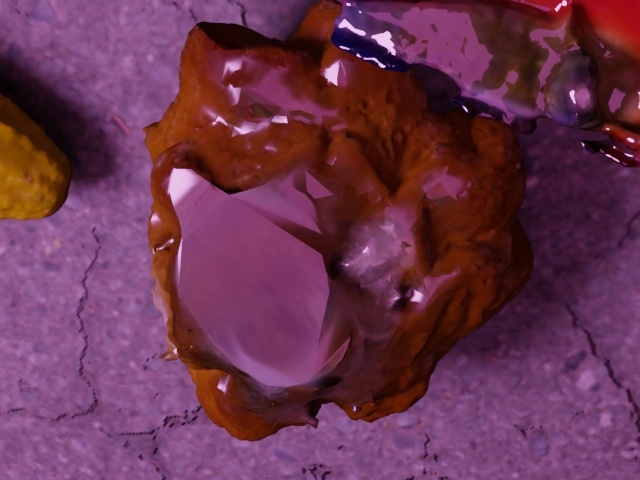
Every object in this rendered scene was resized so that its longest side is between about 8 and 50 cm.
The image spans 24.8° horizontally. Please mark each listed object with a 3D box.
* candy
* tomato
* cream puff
[{"bbox_3d":[-0.245,-0.070,0.886,0.199,0.106,0.094,24,160,-6],"label":"candy"},{"bbox_3d":[0.156,-0.156,0.670,0.335,0.289,0.176,26,115,0],"label":"tomato"},{"bbox_3d":[0.000,0.000,0.847,0.241,0.155,0.269,27,116,-4],"label":"cream puff"}]
